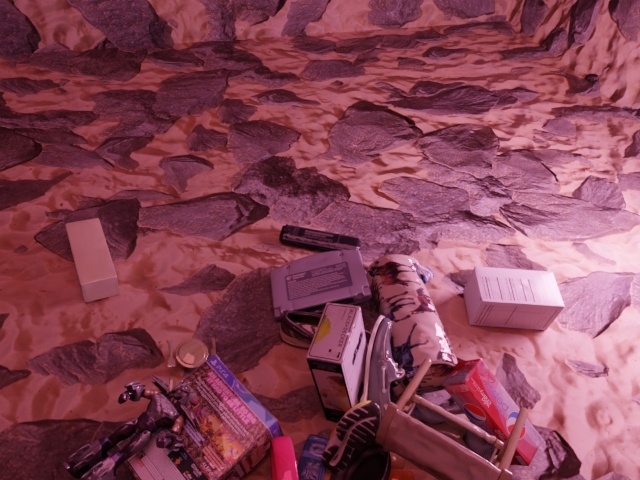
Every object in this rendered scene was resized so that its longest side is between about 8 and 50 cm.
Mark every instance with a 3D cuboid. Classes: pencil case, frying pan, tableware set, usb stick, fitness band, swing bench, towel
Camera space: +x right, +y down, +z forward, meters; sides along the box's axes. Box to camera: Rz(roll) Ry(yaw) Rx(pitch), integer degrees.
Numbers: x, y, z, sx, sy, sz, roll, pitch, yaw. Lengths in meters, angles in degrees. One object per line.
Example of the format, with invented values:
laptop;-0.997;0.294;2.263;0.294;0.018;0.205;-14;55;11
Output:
pencil case;0.244;0.228;1.408;0.184;0.160;0.410;-14;48;0
frying pan;0.114;0.525;1.050;0.053;0.326;0.197;42;71;-14
tableware set;-0.343;0.357;1.314;0.128;0.039;0.194;1;51;-21
usb stick;0.000;0.000;1.679;0.278;0.045;0.077;11;54;4
fitness band;-0.068;0.562;1.027;0.054;0.209;0.290;-7;50;-10
swing bench;0.276;0.422;1.057;0.253;0.165;0.255;26;24;23
towel;-0.016;0.532;1.186;0.067;0.029;0.119;14;47;9

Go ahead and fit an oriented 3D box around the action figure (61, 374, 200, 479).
action figure;-0.379;0.397;1.027;0.185;0.099;0.285;33;58;30

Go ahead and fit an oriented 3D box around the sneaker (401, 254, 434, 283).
sneaker;0.304;0.096;1.616;0.135;0.052;0.058;29;55;21

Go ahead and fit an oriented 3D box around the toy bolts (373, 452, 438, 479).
toy bolts;0.243;0.540;1.090;0.229;0.218;0.158;9;56;-10

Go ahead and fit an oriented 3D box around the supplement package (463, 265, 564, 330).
supplement package;0.583;0.177;1.506;0.244;0.139;0.133;5;48;-2

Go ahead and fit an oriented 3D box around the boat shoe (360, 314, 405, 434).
boat shoe;0.167;0.354;1.260;0.099;0.116;0.319;4;69;19

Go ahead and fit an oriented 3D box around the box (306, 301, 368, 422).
box;0.055;0.309;1.217;0.087;0.290;0.169;6;46;19

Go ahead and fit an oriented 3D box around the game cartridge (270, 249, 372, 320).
game cartridge;-0.005;0.128;1.508;0.294;0.060;0.196;-13;51;3

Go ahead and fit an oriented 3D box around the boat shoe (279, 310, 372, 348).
boat shoe;0.023;0.263;1.399;0.285;0.092;0.102;12;47;6

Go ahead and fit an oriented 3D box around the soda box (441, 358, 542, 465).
soda box;0.425;0.422;1.213;0.092;0.083;0.263;-40;94;-33

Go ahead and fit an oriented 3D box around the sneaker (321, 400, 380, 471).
sneaker;0.071;0.440;1.154;0.081;0.208;0.094;35;22;1

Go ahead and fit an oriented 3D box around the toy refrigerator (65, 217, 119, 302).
toy refrigerator;-0.708;0.058;1.522;0.102;0.094;0.269;-14;50;-27

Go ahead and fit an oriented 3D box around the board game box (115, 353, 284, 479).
board game box;-0.271;0.456;1.125;0.291;0.141;0.232;-39;61;-24
